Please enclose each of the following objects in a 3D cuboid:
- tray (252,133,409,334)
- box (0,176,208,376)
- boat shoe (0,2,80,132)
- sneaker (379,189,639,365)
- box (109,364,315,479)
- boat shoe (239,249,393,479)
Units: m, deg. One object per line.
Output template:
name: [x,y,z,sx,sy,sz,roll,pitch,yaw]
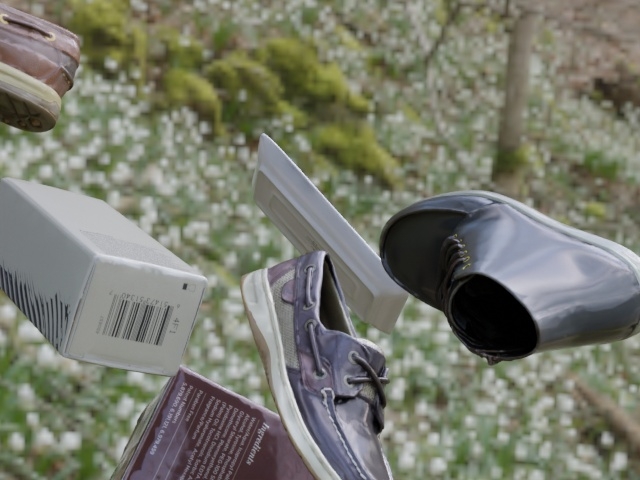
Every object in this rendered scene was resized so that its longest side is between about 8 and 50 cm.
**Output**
tray: [0.000,0.000,1.913,0.030,0.270,0.145,-37,-15,-20]
box: [-0.210,0.027,1.383,0.113,0.094,0.275,14,8,-29]
boat shoe: [-0.215,-0.124,0.852,0.178,0.060,0.064,27,-19,-11]
sneaker: [0.095,0.019,1.015,0.118,0.083,0.222,-10,16,-41]
box: [-0.101,0.255,1.518,0.203,0.167,0.168,28,-26,-5]
boat shoe: [0.012,0.115,1.322,0.103,0.092,0.285,47,13,-44]
